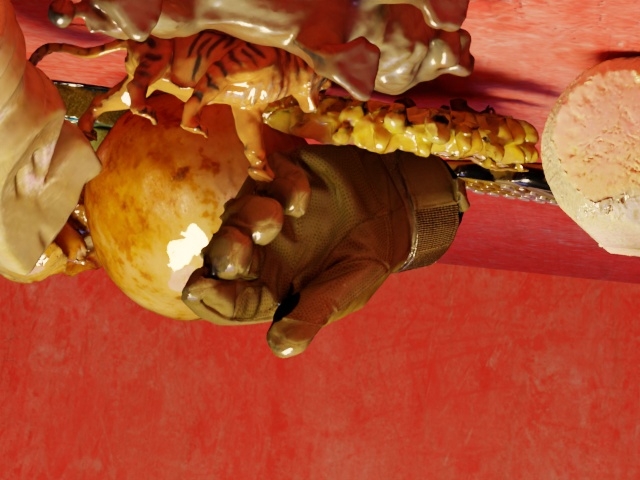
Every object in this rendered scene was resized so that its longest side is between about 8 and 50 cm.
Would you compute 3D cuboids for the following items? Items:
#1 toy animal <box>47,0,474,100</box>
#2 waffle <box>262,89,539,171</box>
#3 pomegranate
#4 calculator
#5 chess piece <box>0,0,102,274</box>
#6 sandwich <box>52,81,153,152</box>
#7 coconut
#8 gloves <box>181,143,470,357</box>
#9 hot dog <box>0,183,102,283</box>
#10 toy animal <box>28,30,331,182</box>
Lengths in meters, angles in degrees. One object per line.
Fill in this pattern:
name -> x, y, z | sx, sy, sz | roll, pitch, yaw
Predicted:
toy animal -> -0.028, -0.144, 1.162 | 0.312, 0.097, 0.157 | 10, 180, -21
waffle -> 0.068, -0.099, 1.576 | 0.231, 0.051, 0.228 | 14, -169, 36
pomegranate -> -0.105, -0.031, 1.739 | 0.248, 0.248, 0.248 | 7, 175, 1
calculator -> 0.233, -0.064, 2.075 | 0.236, 0.033, 0.157 | 7, 176, 29
chess piece -> -0.256, -0.080, 1.413 | 0.137, 0.137, 0.301 | 5, 153, 14
sandwich -> -0.214, -0.106, 1.888 | 0.235, 0.079, 0.159 | 12, 174, -41
coconut -> 0.249, -0.062, 1.414 | 0.147, 0.147, 0.152 | 5, 171, 21
gloves -> -0.011, -0.003, 1.577 | 0.141, 0.154, 0.331 | 15, -158, 38
hot dog -> -0.365, -0.074, 1.891 | 0.348, 0.117, 0.158 | 31, -163, 17
toy animal -> -0.127, -0.135, 1.474 | 0.255, 0.116, 0.114 | 14, 165, 17
